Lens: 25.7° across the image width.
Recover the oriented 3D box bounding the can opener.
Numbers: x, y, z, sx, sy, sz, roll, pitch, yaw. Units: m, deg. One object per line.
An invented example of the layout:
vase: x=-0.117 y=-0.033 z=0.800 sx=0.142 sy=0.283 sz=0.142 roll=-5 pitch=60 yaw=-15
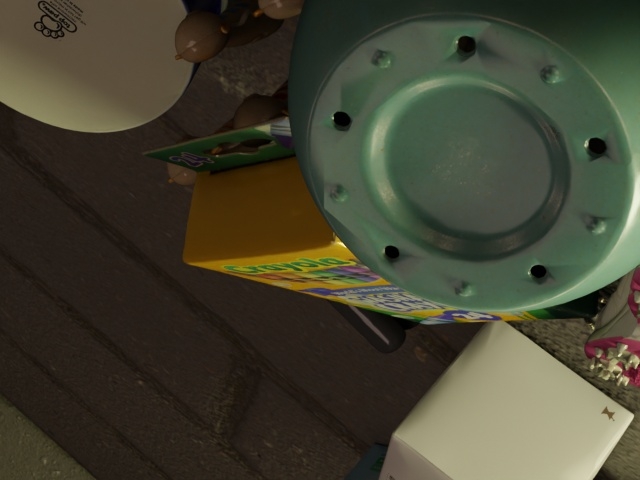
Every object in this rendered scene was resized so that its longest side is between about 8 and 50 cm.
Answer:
can opener: x=0.000 y=0.000 z=1.459 sx=0.280 sy=0.074 sz=0.093 roll=48 pitch=154 yaw=-8

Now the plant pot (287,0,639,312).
plant pot: x=0.113 y=-0.094 z=0.838 sx=0.293 sy=0.235 sz=0.293 roll=10 pitch=124 yaw=15

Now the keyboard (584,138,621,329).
keyboard: x=0.230 y=-0.018 z=1.151 sx=0.317 sy=0.033 sz=0.201 roll=48 pitch=149 yaw=-6

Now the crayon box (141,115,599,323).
crayon box: x=0.039 y=-0.003 z=1.106 sx=0.322 sy=0.083 sz=0.203 roll=17 pitch=166 yaw=-35

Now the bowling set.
bowling set: x=-0.047 y=-0.170 z=1.127 sx=0.287 sy=0.154 sz=0.200 roll=-26 pitch=95 yaw=37

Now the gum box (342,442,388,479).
gum box: x=0.068 y=0.341 z=1.749 sx=0.157 sy=0.184 sz=0.041 roll=4 pitch=134 yaw=54

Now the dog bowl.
dog bowl: x=-0.223 y=-0.229 z=1.280 sx=0.264 sy=0.104 sz=0.265 roll=10 pitch=136 yaw=9

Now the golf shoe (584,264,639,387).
golf shoe: x=0.277 y=0.032 z=1.038 sx=0.115 sy=0.140 sz=0.306 roll=20 pitch=161 yaw=6

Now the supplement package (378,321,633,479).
supplement package: x=0.174 y=0.246 z=1.457 sx=0.175 sy=0.177 sz=0.293 roll=37 pitch=153 yaw=16
